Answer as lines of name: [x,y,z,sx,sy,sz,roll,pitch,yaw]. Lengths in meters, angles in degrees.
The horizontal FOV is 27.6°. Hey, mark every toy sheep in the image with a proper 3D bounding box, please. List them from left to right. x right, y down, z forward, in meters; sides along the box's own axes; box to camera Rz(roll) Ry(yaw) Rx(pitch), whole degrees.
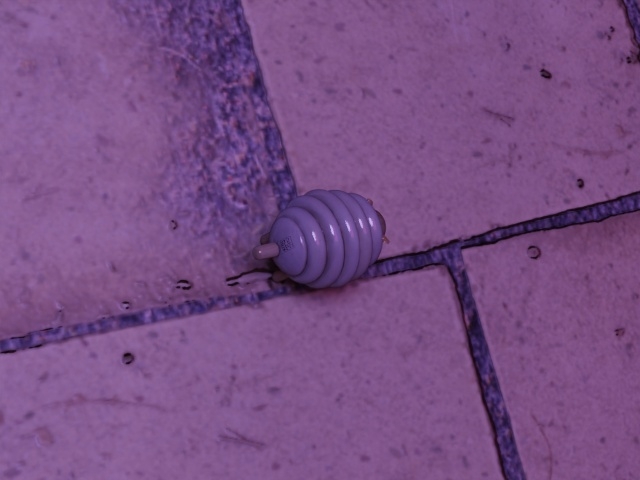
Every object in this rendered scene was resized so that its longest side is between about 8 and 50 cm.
toy sheep: [0.000,0.000,1.066,0.132,0.091,0.091,-19,87,-35]
